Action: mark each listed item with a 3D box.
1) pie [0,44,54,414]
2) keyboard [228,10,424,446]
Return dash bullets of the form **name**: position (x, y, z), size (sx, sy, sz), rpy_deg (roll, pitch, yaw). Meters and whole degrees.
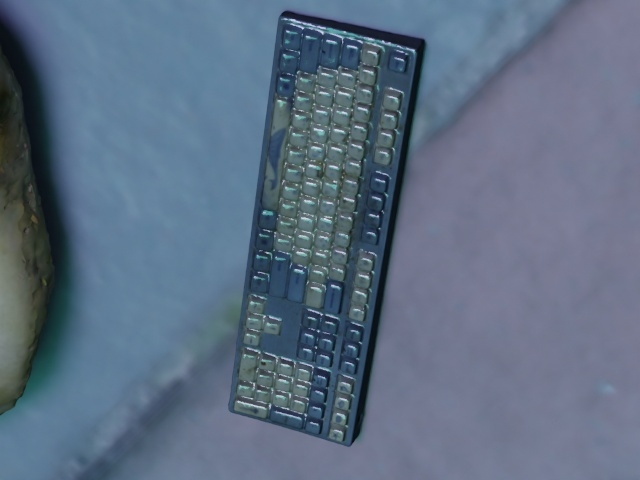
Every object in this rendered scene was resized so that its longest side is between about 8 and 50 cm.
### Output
- **pie**: position (-0.269, -0.020, 0.731), size (0.339, 0.077, 0.339), rpy_deg (1, 126, 2)
- **keyboard**: position (0.000, 0.000, 0.719), size (0.055, 0.014, 0.176), rpy_deg (15, 119, 11)
